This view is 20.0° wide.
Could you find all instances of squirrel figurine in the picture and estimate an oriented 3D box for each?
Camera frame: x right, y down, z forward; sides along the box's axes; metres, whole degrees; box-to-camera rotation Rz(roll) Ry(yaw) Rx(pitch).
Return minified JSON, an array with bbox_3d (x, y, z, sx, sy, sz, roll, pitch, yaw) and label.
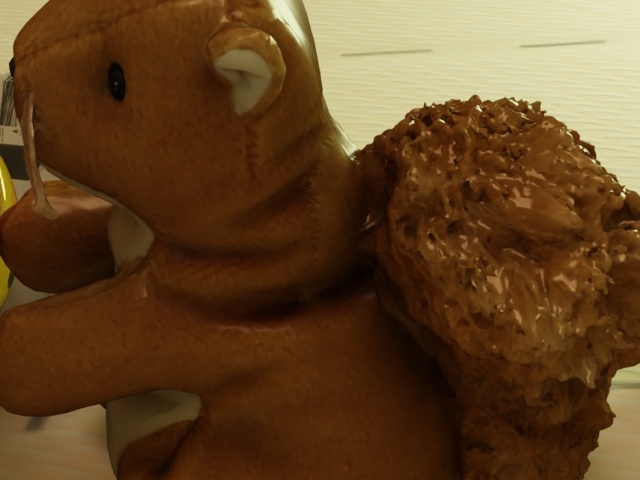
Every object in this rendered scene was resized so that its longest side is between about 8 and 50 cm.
[{"bbox_3d":[0.000,0.000,1.037,0.397,0.370,0.281,0,28,6],"label":"squirrel figurine"}]

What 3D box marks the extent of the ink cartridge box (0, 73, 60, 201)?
[{"bbox_3d":[-0.157,-0.053,1.380,0.273,0.114,0.197,9,-2,40],"label":"ink cartridge box"}]

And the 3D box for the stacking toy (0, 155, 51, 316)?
[{"bbox_3d":[-0.304,-0.019,1.147,0.351,0.350,0.480,3,-15,19],"label":"stacking toy"}]
